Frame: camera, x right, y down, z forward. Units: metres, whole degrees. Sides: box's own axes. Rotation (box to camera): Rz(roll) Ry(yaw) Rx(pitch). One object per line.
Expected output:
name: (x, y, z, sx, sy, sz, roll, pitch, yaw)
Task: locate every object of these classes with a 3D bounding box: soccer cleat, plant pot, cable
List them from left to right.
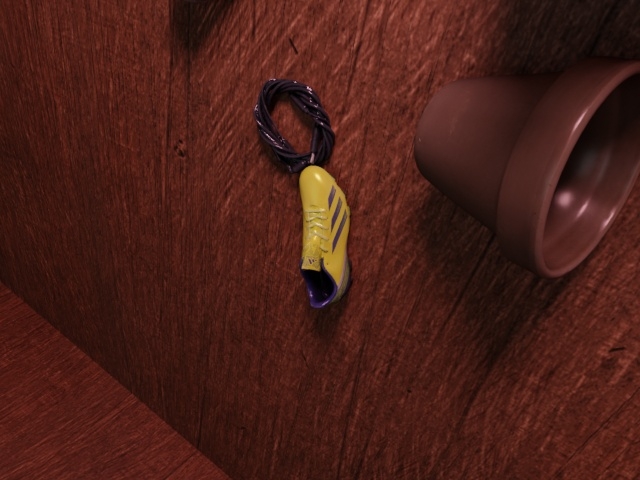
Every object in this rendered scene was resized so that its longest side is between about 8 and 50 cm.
cable: (-0.053, -0.225, 0.900, 0.150, 0.047, 0.185, -19, 100, 42)
soccer cleat: (0.001, 0.001, 0.928, 0.093, 0.121, 0.290, 7, 117, 35)
plant pot: (0.257, -0.114, 0.618, 0.229, 0.262, 0.263, 34, 132, 43)

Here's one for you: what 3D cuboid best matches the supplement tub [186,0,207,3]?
supplement tub: (-0.197, -0.516, 0.805, 0.190, 0.117, 0.117, -32, 92, 43)
